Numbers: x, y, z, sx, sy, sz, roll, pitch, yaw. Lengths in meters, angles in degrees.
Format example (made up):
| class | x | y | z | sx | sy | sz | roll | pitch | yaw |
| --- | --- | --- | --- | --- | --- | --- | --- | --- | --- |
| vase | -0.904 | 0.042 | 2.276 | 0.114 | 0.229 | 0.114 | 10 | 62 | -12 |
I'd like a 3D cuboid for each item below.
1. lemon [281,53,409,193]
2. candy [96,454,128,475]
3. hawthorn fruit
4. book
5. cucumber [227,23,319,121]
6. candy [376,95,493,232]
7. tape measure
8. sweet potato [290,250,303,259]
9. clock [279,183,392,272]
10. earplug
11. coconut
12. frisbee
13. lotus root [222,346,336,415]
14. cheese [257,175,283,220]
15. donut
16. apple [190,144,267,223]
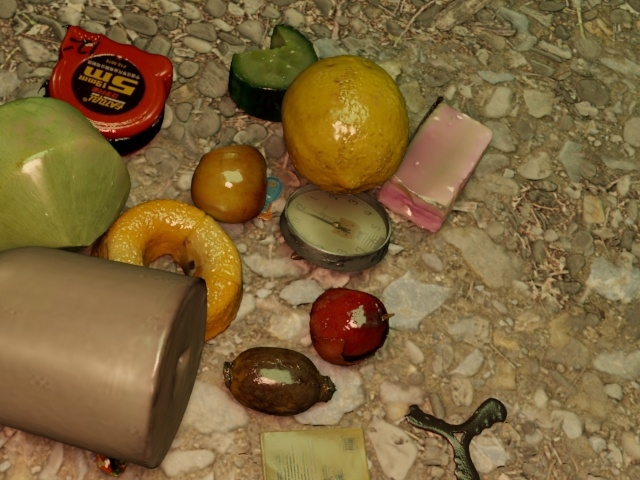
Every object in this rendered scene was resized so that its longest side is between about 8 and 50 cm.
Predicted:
| class | x | y | z | sx | sy | sz | roll | pitch | yaw |
| --- | --- | --- | --- | --- | --- | --- | --- | --- | --- |
| lemon | 0.046 | -0.234 | 1.979 | 0.257 | 0.258 | 0.310 | 4 | 47 | -13 |
| candy | -0.364 | 0.318 | 1.717 | 0.055 | 0.049 | 0.185 | 20 | 41 | -40 |
| hawthorn fruit | 0.062 | 0.155 | 1.847 | 0.172 | 0.148 | 0.148 | -14 | 57 | 21 |
| book | -0.007 | 0.413 | 1.765 | 0.192 | 0.013 | 0.168 | 1 | 60 | -14 |
| cucumber | -0.095 | -0.345 | 2.132 | 0.191 | 0.130 | 0.191 | 3 | 58 | -5 |
| candy | 0.244 | -0.159 | 2.109 | 0.155 | 0.116 | 0.265 | 31 | 57 | 4 |
| tape measure | -0.433 | -0.291 | 2.011 | 0.253 | 0.114 | 0.260 | 17 | 61 | -5 |
| sweet potato | 0.005 | 0.005 | 1.996 | 0.153 | 0.038 | 0.041 | -30 | 80 | -30 |
| clock | 0.033 | -0.031 | 1.981 | 0.226 | 0.049 | 0.226 | 10 | 42 | -9 |
| earplug | -0.408 | 0.165 | 1.619 | 0.394 | 0.313 | 0.313 | 14 | 57 | 5 |
| coconut | -0.496 | -0.090 | 1.768 | 0.328 | 0.281 | 0.328 | -2 | 51 | 2 |
| frisbee | 0.243 | 0.361 | 1.862 | 0.187 | 0.012 | 0.211 | 23 | 58 | 0 |
| lotus root | -0.072 | 0.252 | 1.786 | 0.209 | 0.120 | 0.120 | 10 | 58 | -8 |
| cheese | -0.105 | -0.088 | 2.033 | 0.047 | 0.017 | 0.111 | 16 | 57 | -1 |
| donut | -0.281 | 0.050 | 1.852 | 0.303 | 0.110 | 0.303 | 7 | 59 | -12 |
| apple | -0.178 | -0.115 | 1.956 | 0.147 | 0.146 | 0.163 | 5 | 61 | -7 |
